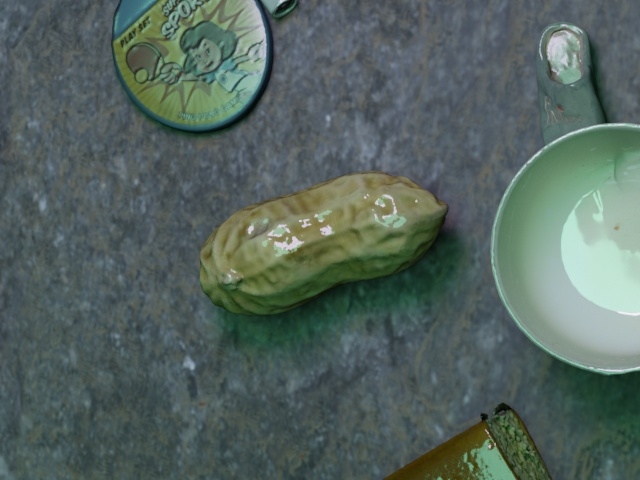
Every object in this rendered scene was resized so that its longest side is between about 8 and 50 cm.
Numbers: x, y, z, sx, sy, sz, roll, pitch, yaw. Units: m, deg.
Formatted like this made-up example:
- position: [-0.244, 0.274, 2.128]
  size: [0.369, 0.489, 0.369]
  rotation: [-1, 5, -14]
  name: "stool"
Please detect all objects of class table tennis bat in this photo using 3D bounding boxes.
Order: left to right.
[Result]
- position: [-0.194, -0.290, 1.880]
  size: [0.215, 0.044, 0.329]
  rotation: [-39, 76, 12]
  name: "table tennis bat"

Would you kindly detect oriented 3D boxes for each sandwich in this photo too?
- position: [0.140, 0.299, 1.664]
  size: [0.235, 0.122, 0.128]
  rotation: [-33, 71, 15]
  name: "sandwich"

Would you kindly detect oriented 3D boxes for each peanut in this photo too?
- position: [0.000, 0.000, 1.724]
  size: [0.325, 0.153, 0.140]
  rotation: [-18, 84, 23]
  name: "peanut"

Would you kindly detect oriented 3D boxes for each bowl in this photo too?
- position: [0.338, 0.013, 1.612]
  size: [0.277, 0.145, 0.277]
  rotation: [-1, 85, 18]
  name: "bowl"

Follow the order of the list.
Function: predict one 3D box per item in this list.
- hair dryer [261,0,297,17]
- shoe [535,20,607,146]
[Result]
- position: [-0.031, -0.399, 1.836]
  size: [0.183, 0.044, 0.155]
  rotation: [-36, 77, 9]
  name: "hair dryer"
- position: [0.291, -0.171, 1.683]
  size: [0.079, 0.078, 0.195]
  rotation: [-10, 78, 17]
  name: "shoe"
